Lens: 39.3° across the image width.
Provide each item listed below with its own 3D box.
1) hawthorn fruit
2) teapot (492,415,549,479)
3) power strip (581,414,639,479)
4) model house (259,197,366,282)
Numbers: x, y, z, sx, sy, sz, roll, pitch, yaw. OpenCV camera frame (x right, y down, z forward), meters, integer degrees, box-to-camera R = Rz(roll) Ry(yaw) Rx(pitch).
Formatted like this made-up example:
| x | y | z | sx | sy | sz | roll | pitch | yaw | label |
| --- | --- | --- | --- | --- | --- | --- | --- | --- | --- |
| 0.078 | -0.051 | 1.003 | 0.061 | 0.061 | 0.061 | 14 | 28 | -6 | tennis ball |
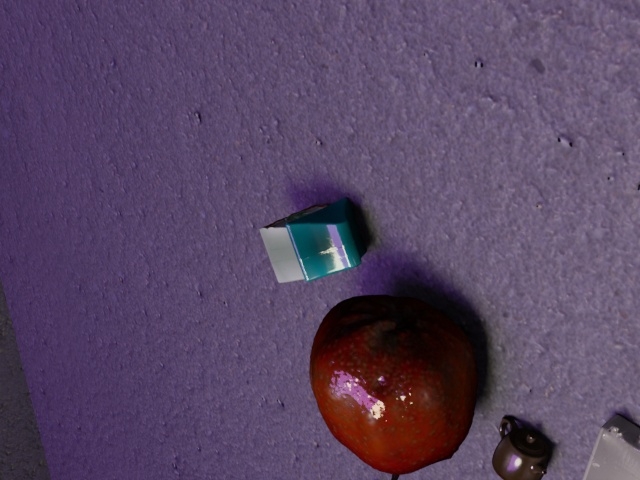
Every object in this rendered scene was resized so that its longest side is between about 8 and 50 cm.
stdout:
| x | y | z | sx | sy | sz | roll | pitch | yaw | label |
| --- | --- | --- | --- | --- | --- | --- | --- | --- | --- |
| 0.101 | 0.237 | 1.322 | 0.254 | 0.254 | 0.300 | 24 | 120 | 40 | hawthorn fruit |
| 0.290 | 0.301 | 1.291 | 0.121 | 0.076 | 0.068 | -116 | 36 | -53 | teapot |
| 0.400 | 0.386 | 1.231 | 0.106 | 0.043 | 0.367 | 32 | 133 | 34 | power strip |
| 0.000 | 0.000 | 1.408 | 0.149 | 0.127 | 0.100 | -5 | 107 | 53 | model house |
